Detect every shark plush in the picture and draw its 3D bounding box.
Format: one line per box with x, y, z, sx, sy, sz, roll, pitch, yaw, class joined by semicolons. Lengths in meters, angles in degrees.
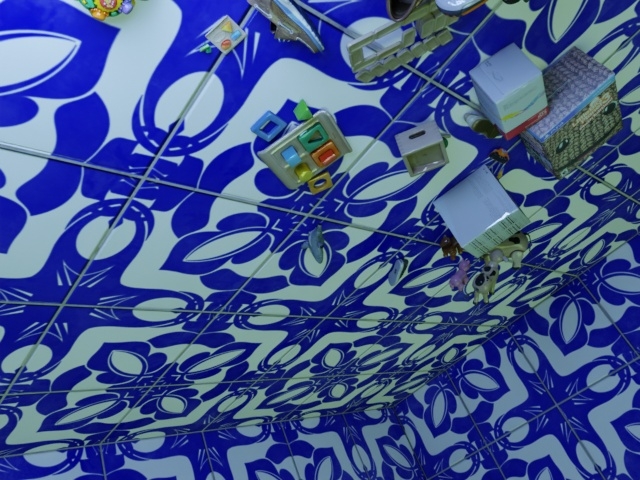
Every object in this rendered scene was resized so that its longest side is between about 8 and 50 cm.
0.000;0.000;1.613;0.073;0.067;0.161;-8;144;-26;shark plush

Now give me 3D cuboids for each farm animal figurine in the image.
0.572;0.037;1.853;0.327;0.330;0.172;-16;128;-7;farm animal figurine

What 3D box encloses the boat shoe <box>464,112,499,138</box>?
0.452;-0.320;1.491;0.153;0.048;0.056;-2;134;-43;boat shoe

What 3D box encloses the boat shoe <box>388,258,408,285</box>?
0.291;0.120;2.010;0.040;0.049;0.142;-11;143;-23;boat shoe

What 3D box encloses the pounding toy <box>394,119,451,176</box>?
0.283;-0.253;1.433;0.141;0.100;0.130;-21;149;12;pounding toy

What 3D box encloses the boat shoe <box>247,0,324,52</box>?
-0.064;-0.404;0.992;0.066;0.066;0.183;-33;138;20;boat shoe

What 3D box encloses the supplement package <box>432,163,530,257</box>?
0.511;-0.089;1.716;0.203;0.194;0.149;-38;146;20;supplement package

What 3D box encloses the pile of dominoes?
0.169;-0.427;1.126;0.251;0.040;0.196;-26;169;3;pile of dominoes

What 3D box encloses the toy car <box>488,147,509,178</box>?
0.548;-0.246;1.672;0.122;0.060;0.040;79;34;-65;toy car

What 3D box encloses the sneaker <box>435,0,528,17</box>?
0.340;-0.492;1.009;0.321;0.125;0.180;-47;151;-9;sneaker

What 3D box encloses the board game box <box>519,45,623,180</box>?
0.683;-0.340;1.497;0.232;0.141;0.291;-43;145;14;board game box

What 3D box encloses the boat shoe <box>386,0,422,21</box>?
0.169;-0.522;0.882;0.124;0.123;0.342;21;146;3;boat shoe

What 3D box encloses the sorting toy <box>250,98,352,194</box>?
-0.029;-0.206;1.312;0.196;0.047;0.347;-31;148;9;sorting toy

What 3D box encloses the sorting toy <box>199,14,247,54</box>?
-0.183;-0.369;0.999;0.083;0.012;0.062;-36;147;17;sorting toy

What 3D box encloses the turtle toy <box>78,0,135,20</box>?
-0.316;-0.387;0.830;0.130;0.066;0.095;-20;148;-9;turtle toy

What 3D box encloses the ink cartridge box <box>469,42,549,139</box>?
0.471;-0.368;1.345;0.127;0.128;0.176;-33;148;12;ink cartridge box
